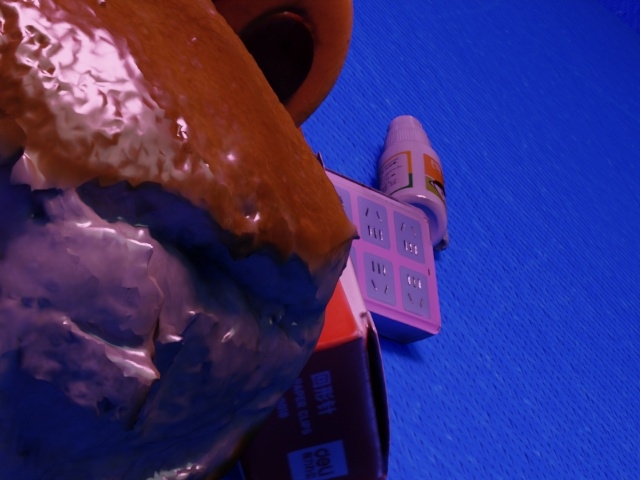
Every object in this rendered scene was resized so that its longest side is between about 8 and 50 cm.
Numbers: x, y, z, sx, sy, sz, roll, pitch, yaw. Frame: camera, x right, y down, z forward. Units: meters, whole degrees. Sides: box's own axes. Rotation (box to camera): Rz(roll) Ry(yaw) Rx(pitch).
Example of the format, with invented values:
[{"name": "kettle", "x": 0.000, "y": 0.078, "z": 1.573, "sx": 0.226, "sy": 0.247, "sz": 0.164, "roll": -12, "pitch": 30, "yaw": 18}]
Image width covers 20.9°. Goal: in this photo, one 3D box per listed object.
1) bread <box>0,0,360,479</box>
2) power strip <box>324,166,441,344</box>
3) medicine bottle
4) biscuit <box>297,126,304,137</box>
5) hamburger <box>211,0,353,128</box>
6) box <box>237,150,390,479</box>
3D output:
[{"name": "bread", "x": -0.137, "y": -0.011, "z": 0.837, "sx": 0.279, "sy": 0.225, "sz": 0.250, "roll": 51, "pitch": 23, "yaw": 24}, {"name": "power strip", "x": 0.000, "y": 0.000, "z": 1.304, "sx": 0.279, "sy": 0.037, "sz": 0.109, "roll": 21, "pitch": 57, "yaw": -48}, {"name": "medicine bottle", "x": 0.089, "y": -0.048, "z": 1.616, "sx": 0.221, "sy": 0.061, "sz": 0.092, "roll": -88, "pitch": 154, "yaw": -64}, {"name": "biscuit", "x": -0.098, "y": -0.143, "z": 1.495, "sx": 0.232, "sy": 0.013, "sz": 0.237, "roll": 33, "pitch": 23, "yaw": -27}, {"name": "hamburger", "x": -0.079, "y": -0.165, "z": 1.283, "sx": 0.237, "sy": 0.237, "sz": 0.147, "roll": 20, "pitch": 16, "yaw": -49}, {"name": "box", "x": -0.022, "y": 0.051, "z": 1.049, "sx": 0.182, "sy": 0.099, "sz": 0.133, "roll": -110, "pitch": -171, "yaw": -50}]
